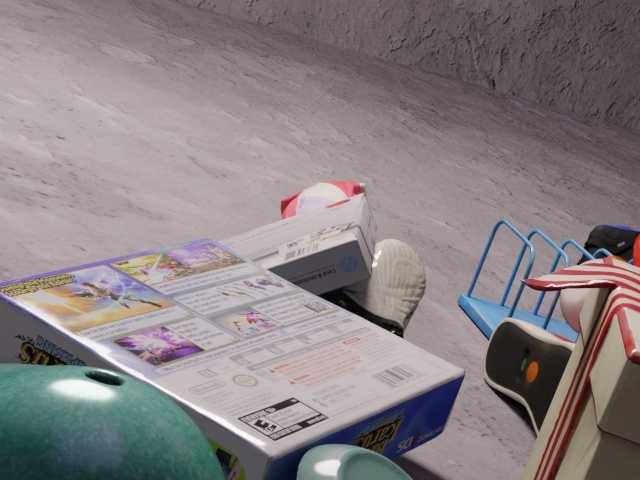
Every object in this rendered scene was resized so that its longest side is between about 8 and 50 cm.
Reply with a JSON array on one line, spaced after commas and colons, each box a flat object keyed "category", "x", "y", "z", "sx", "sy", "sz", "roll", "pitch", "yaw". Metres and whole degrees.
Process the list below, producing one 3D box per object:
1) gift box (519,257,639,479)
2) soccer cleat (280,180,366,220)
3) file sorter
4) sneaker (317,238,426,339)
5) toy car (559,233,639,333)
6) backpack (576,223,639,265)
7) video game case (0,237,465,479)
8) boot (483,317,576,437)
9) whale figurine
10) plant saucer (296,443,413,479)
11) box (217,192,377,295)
[{"category": "gift box", "x": 0.222, "y": 0.151, "z": 0.978, "sx": 0.276, "sy": 0.258, "sz": 0.255, "roll": 20, "pitch": 13, "yaw": -4}, {"category": "soccer cleat", "x": 0.000, "y": 0.000, "z": 1.657, "sx": 0.095, "sy": 0.083, "sz": 0.248, "roll": -8, "pitch": 18, "yaw": 6}, {"category": "file sorter", "x": 0.247, "y": 0.058, "z": 1.692, "sx": 0.170, "sy": 0.104, "sz": 0.118, "roll": 15, "pitch": 14, "yaw": -19}, {"category": "sneaker", "x": 0.025, "y": 0.071, "z": 1.419, "sx": 0.085, "sy": 0.086, "sz": 0.237, "roll": 48, "pitch": 27, "yaw": -2}, {"category": "toy car", "x": 0.327, "y": 0.051, "z": 1.560, "sx": 0.159, "sy": 0.136, "sz": 0.182, "roll": 33, "pitch": -15, "yaw": -32}, {"category": "backpack", "x": 0.358, "y": 0.039, "z": 1.954, "sx": 0.101, "sy": 0.098, "sz": 0.120, "roll": 23, "pitch": -2, "yaw": -29}, {"category": "video game case", "x": -0.067, "y": 0.088, "z": 1.182, "sx": 0.244, "sy": 0.061, "sz": 0.269, "roll": 28, "pitch": 20, "yaw": 25}, {"category": "boot", "x": 0.261, "y": 0.142, "z": 1.437, "sx": 0.176, "sy": 0.088, "sz": 0.244, "roll": 17, "pitch": 10, "yaw": -19}, {"category": "whale figurine", "x": -0.153, "y": 0.109, "z": 0.848, "sx": 0.216, "sy": 0.141, "sz": 0.272, "roll": 8, "pitch": 18, "yaw": -39}, {"category": "plant saucer", "x": 0.037, "y": 0.169, "z": 1.031, "sx": 0.119, "sy": 0.021, "sz": 0.119, "roll": 35, "pitch": 28, "yaw": -22}, {"category": "box", "x": -0.027, "y": 0.015, "z": 1.438, "sx": 0.145, "sy": 0.038, "sz": 0.186, "roll": -19, "pitch": 13, "yaw": 7}]
